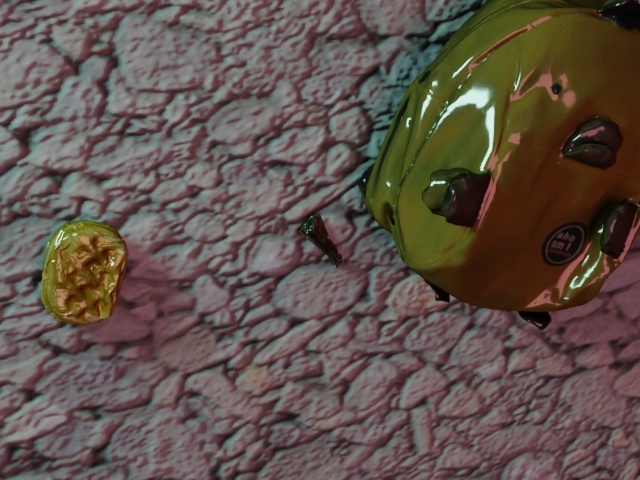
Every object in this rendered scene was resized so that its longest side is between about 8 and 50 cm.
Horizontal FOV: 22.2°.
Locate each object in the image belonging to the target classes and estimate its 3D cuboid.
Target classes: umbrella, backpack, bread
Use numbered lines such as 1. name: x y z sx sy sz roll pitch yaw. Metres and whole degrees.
1. umbrella: 0.002 0.000 1.780 0.083 0.020 0.031 49 45 -35
2. backpack: 0.231 -0.098 1.755 0.353 0.201 0.378 9 109 -36
3. bread: -0.240 0.032 1.644 0.083 0.044 0.110 6 106 -27
